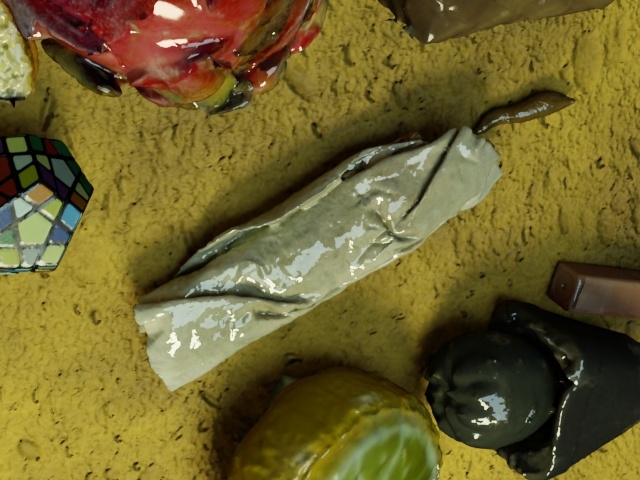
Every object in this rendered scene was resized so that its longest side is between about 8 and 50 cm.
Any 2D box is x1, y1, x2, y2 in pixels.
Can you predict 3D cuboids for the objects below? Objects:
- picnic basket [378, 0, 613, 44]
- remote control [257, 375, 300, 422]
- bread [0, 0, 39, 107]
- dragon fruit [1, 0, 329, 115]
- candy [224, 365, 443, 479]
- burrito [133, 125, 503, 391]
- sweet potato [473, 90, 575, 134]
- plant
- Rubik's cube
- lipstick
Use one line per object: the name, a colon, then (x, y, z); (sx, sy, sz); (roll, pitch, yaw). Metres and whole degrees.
picnic basket: (0.168, -0.322, 1.294); (0.321, 0.291, 0.254); (-19, 120, -5)
remote control: (-0.044, 0.218, 1.598); (0.065, 0.029, 0.166); (19, 103, -32)
bread: (-0.330, -0.176, 1.202); (0.260, 0.129, 0.134); (-2, 107, -28)
dragon fruit: (-0.097, -0.237, 1.223); (0.291, 0.250, 0.269); (-15, 142, -58)
candy: (0.011, 0.249, 1.566); (0.260, 0.118, 0.260); (-27, 128, -40)
burrito: (0.000, 0.000, 1.488); (0.392, 0.076, 0.117); (-31, 123, -11)
sweet potato: (0.201, -0.129, 1.566); (0.115, 0.026, 0.026); (-16, 119, -18)
plant: (0.229, 0.152, 1.644); (0.256, 0.142, 0.164); (-2, 115, -31)
Rubik's cube: (-0.254, -0.029, 1.319); (0.133, 0.133, 0.112); (0, 84, -28)
lipstick: (0.315, 0.055, 1.700); (0.145, 0.045, 0.045); (7, 108, -31)
